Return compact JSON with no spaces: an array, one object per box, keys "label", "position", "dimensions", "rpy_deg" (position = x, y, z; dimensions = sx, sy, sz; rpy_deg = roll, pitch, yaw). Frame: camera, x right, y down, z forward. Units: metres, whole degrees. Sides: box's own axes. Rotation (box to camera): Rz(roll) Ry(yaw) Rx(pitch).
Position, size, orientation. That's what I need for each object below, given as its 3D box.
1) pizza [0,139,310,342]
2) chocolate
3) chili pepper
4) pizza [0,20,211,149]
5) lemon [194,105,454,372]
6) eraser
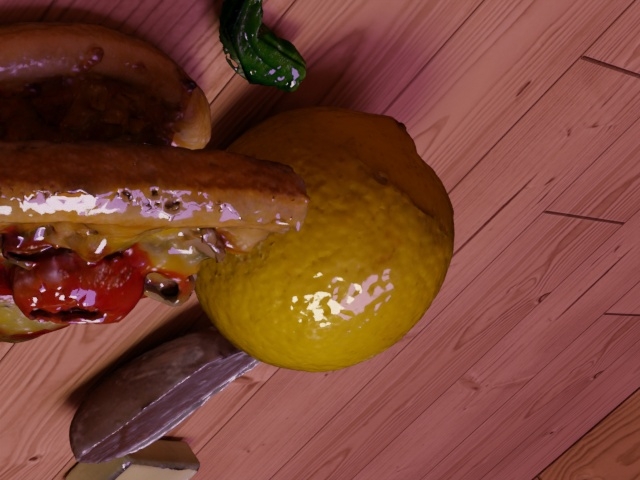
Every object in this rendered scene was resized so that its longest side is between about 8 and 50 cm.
[{"label":"pizza","position":[-0.253,0.028,1.240],"dimensions":[0.439,0.130,0.406],"rpy_deg":[1,157,-14]},{"label":"chocolate","position":[-0.199,0.176,1.725],"dimensions":[0.254,0.080,0.157],"rpy_deg":[-35,163,7]},{"label":"chili pepper","position":[-0.060,-0.198,1.284],"dimensions":[0.073,0.050,0.182],"rpy_deg":[-22,150,-4]},{"label":"pizza","position":[-0.234,-0.096,1.234],"dimensions":[0.226,0.086,0.335],"rpy_deg":[-46,152,25]},{"label":"lemon","position":[0.001,-0.001,1.436],"dimensions":[0.293,0.293,0.293],"rpy_deg":[-25,152,-14]},{"label":"eraser","position":[-0.261,0.324,1.928],"dimensions":[0.117,0.058,0.172],"rpy_deg":[-42,151,18]}]
